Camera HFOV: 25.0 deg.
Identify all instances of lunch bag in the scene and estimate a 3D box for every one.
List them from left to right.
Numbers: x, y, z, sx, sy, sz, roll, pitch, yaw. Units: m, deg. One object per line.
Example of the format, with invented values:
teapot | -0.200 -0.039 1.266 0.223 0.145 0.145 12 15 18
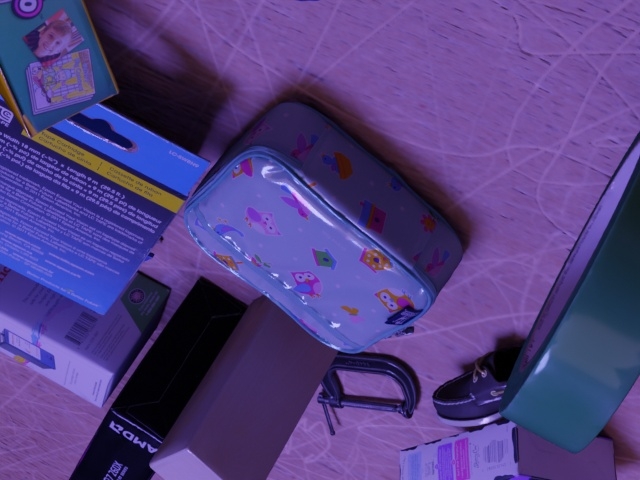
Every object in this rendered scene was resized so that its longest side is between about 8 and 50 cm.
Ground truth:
lunch bag | 0.000 0.000 1.564 0.279 0.108 0.224 41 139 -11

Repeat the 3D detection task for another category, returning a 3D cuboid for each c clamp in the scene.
c clamp | 0.057 0.190 1.796 0.161 0.022 0.137 -2 124 36

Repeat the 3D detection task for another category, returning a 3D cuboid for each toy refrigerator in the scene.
toy refrigerator | -0.083 0.184 1.680 0.102 0.269 0.094 44 140 -15

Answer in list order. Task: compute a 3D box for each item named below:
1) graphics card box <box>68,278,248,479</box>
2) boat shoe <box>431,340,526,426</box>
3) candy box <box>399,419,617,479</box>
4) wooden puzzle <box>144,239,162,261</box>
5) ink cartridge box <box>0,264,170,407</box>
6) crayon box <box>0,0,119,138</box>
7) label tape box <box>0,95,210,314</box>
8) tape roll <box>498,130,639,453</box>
graphics card box | -0.225 0.237 1.855 0.094 0.233 0.371 34 141 -2
boat shoe | 0.214 0.149 1.608 0.228 0.081 0.068 -20 116 35
candy box | 0.215 0.270 1.678 0.165 0.070 0.196 17 152 -36
wooden puzzle | -0.238 -0.018 1.772 0.079 0.014 0.116 -14 123 41
ink cartridge box | -0.324 0.087 1.824 0.212 0.154 0.093 29 142 2
crayon box | -0.333 -0.320 1.321 0.313 0.106 0.363 48 161 50
label tape box | -0.277 -0.083 1.624 0.241 0.106 0.333 28 137 -13
tape roll | 0.261 0.028 1.259 0.077 0.321 0.321 27 140 5
